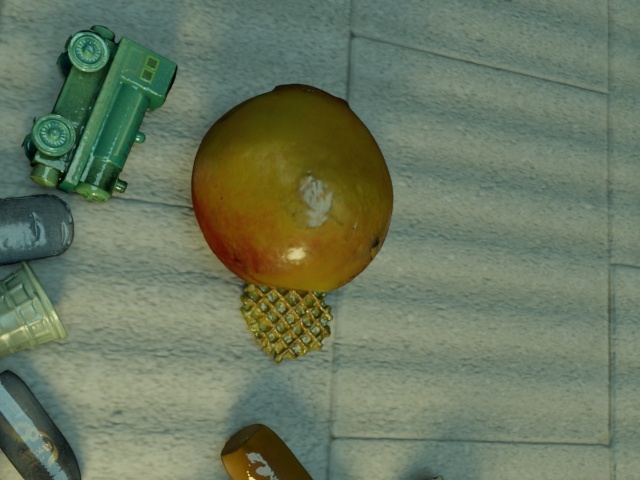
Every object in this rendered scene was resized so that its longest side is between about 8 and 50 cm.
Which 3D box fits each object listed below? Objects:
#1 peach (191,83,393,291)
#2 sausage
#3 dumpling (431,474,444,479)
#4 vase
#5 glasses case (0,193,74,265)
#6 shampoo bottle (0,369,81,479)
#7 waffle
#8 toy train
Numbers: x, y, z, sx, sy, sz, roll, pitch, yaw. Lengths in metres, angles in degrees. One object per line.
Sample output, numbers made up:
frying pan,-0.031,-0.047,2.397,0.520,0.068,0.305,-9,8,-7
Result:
peach,-0.044,-0.094,1.384,0.372,0.290,0.373,-3,79,15
sausage,-0.047,0.467,1.410,0.112,0.112,0.328,-40,101,-23
dumpling,0.199,0.589,1.477,0.243,0.175,0.227,-39,128,-9
vase,-0.557,0.157,1.222,0.298,0.143,0.143,-28,94,-22
glasses case,-0.541,-0.009,1.286,0.282,0.067,0.109,-9,88,-22
shampoo bottle,-0.462,0.320,1.281,0.087,0.049,0.234,-35,97,-21
waffle,-0.061,0.129,1.485,0.191,0.038,0.191,3,83,-21
toy train,-0.375,-0.212,1.362,0.194,0.120,0.298,24,74,-23
